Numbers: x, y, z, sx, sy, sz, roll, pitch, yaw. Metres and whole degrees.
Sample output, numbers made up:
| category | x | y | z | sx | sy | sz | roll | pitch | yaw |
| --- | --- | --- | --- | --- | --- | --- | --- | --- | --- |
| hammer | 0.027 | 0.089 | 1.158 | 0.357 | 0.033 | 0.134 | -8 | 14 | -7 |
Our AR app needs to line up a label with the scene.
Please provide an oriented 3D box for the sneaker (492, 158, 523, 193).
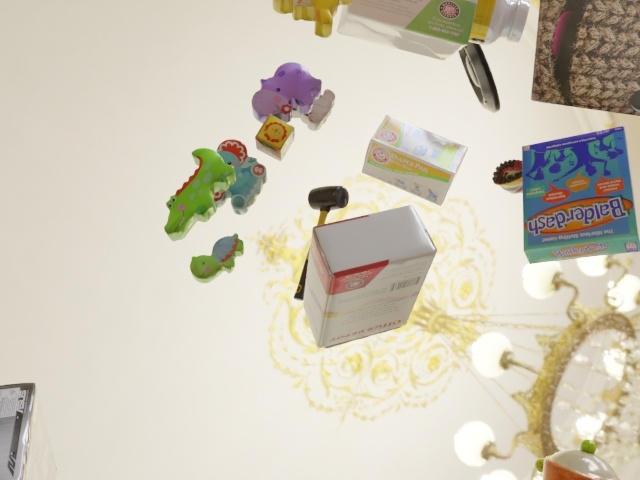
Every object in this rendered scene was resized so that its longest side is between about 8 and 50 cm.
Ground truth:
| category | x | y | z | sx | sy | sz | roll | pitch | yaw |
| --- | --- | --- | --- | --- | --- | --- | --- | --- | --- |
| sneaker | 0.536 | -0.162 | 1.520 | 0.093 | 0.225 | 0.088 | 31 | -113 | -36 |

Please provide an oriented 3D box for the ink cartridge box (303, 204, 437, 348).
| category | x | y | z | sx | sy | sz | roll | pitch | yaw |
| --- | --- | --- | --- | --- | --- | --- | --- | --- | --- |
| ink cartridge box | 0.051 | 0.048 | 0.761 | 0.127 | 0.072 | 0.175 | -13 | -33 | -15 |

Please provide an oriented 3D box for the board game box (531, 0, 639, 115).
| category | x | y | z | sx | sy | sz | roll | pitch | yaw |
| --- | --- | --- | --- | --- | --- | --- | --- | --- | --- |
| board game box | 0.452 | -0.297 | 0.839 | 0.141 | 0.291 | 0.232 | -60 | -29 | -31 |

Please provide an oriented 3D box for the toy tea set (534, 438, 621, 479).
| category | x | y | z | sx | sy | sz | roll | pitch | yaw |
| --- | --- | --- | --- | --- | --- | --- | --- | --- | --- |
| toy tea set | 0.400 | 0.327 | 0.723 | 0.200 | 0.336 | 0.124 | 26 | -102 | -70 |

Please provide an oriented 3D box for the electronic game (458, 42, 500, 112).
| category | x | y | z | sx | sy | sz | roll | pitch | yaw |
| --- | --- | --- | --- | --- | --- | --- | --- | --- | --- |
| electronic game | 0.383 | -0.416 | 1.522 | 0.048 | 0.229 | 0.229 | -22 | -58 | 11 |

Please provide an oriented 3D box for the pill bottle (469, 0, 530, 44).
| category | x | y | z | sx | sy | sz | roll | pitch | yaw |
| --- | --- | --- | --- | --- | --- | --- | --- | --- | --- |
| pill bottle | 0.281 | -0.417 | 1.152 | 0.103 | 0.184 | 0.103 | 14 | -90 | -83 |

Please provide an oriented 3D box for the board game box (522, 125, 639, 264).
| category | x | y | z | sx | sy | sz | roll | pitch | yaw |
| --- | --- | --- | --- | --- | --- | --- | --- | --- | --- |
| board game box | 0.400 | -0.071 | 0.980 | 0.047 | 0.160 | 0.210 | 48 | -138 | -45 |

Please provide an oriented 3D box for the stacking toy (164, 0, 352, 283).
| category | x | y | z | sx | sy | sz | roll | pitch | yaw |
| --- | --- | --- | --- | --- | --- | --- | --- | --- | --- |
| stacking toy | -0.049 | -0.078 | 0.471 | 0.052 | 0.167 | 0.221 | 28 | -106 | 5 |

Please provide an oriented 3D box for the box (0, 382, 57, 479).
| category | x | y | z | sx | sy | sz | roll | pitch | yaw |
| --- | --- | --- | --- | --- | --- | --- | --- | --- | --- |
| box | -0.359 | 0.313 | 0.735 | 0.056 | 0.231 | 0.183 | -4 | -54 | -15 |

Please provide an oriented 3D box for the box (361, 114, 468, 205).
| category | x | y | z | sx | sy | sz | roll | pitch | yaw |
| --- | --- | --- | --- | --- | --- | --- | --- | --- | --- |
| box | 0.211 | -0.183 | 1.430 | 0.114 | 0.203 | 0.103 | -56 | -14 | -41 |

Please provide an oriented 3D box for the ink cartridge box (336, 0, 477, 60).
| category | x | y | z | sx | sy | sz | roll | pitch | yaw |
| --- | --- | --- | --- | --- | --- | --- | --- | --- | --- |
| ink cartridge box | 0.168 | -0.504 | 1.036 | 0.207 | 0.119 | 0.353 | 13 | -89 | -7 |

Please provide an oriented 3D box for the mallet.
| category | x | y | z | sx | sy | sz | roll | pitch | yaw |
| --- | --- | --- | --- | --- | --- | --- | --- | --- | --- |
| mallet | 0.000 | 0.000 | 0.950 | 0.039 | 0.062 | 0.189 | 34 | -123 | -42 |
